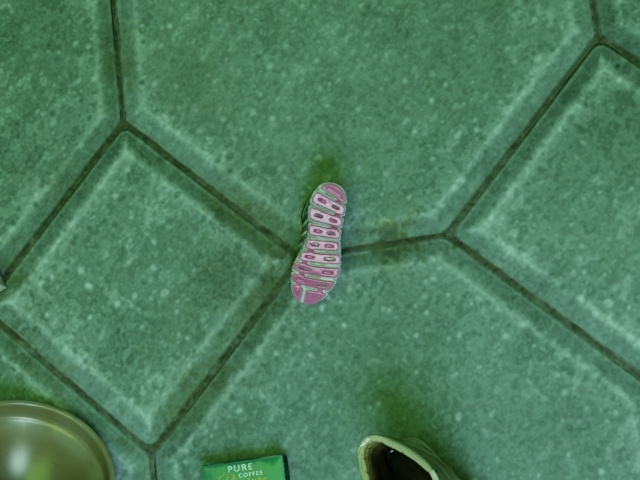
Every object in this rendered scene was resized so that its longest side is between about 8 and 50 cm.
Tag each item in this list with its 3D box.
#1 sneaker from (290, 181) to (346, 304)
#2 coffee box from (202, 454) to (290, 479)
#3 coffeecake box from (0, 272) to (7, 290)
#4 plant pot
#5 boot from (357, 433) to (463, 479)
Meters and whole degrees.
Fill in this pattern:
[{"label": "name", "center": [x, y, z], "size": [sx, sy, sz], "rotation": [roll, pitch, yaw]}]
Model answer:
[{"label": "sneaker", "center": [0.000, 0.000, 1.854], "size": [0.063, 0.075, 0.170], "rotation": [9, 104, -2]}, {"label": "coffee box", "center": [-0.087, 0.375, 1.810], "size": [0.113, 0.040, 0.184], "rotation": [-11, 78, 11]}, {"label": "coffeecake box", "center": [-0.558, 0.043, 1.970], "size": [0.185, 0.068, 0.142], "rotation": [-28, 75, 7]}, {"label": "plant pot", "center": [-0.394, 0.331, 1.829], "size": [0.237, 0.237, 0.110], "rotation": [34, 129, 17]}, {"label": "boot", "center": [0.152, 0.338, 1.674], "size": [0.095, 0.203, 0.262], "rotation": [-39, 72, 4]}]
